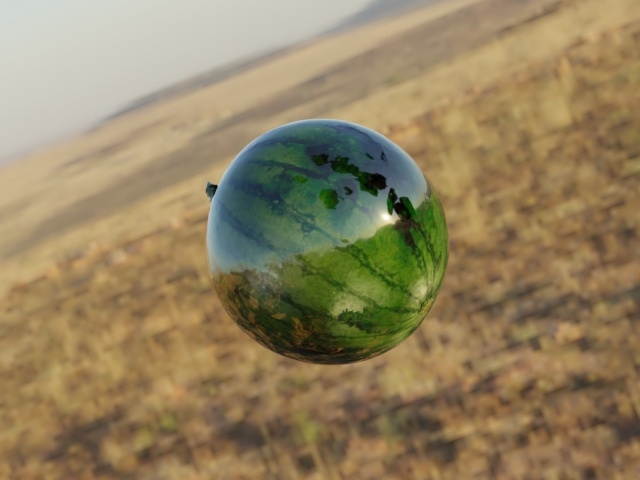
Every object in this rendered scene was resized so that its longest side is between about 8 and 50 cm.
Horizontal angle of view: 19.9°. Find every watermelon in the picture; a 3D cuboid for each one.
[{"bbox_3d":[0.004,0.002,1.764,0.242,0.242,0.242,-21,6,2],"label":"watermelon"}]
